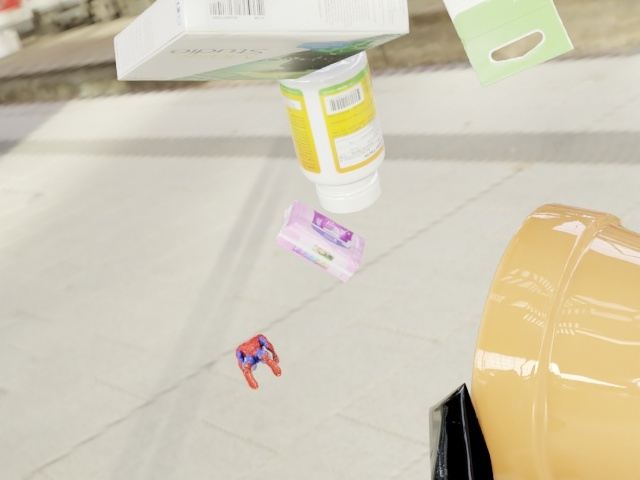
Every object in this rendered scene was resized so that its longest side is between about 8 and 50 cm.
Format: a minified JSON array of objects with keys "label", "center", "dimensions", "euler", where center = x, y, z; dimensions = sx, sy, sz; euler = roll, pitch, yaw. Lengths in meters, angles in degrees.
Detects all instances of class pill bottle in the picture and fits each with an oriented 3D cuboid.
[{"label":"pill bottle","center":[0.023,-0.170,1.730],"dimensions":[0.136,0.245,0.136],"euler":[-9,33,6]}]

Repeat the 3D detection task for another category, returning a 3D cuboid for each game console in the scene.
[{"label":"game console","center":[0.148,0.301,0.959],"dimensions":[0.044,0.361,0.213],"euler":[-11,45,11]}]

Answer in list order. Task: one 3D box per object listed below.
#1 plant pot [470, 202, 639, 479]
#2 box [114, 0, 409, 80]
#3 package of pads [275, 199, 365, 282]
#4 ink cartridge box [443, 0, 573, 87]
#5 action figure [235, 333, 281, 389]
[{"label":"plant pot","center":[0.291,0.120,1.044],"dimensions":[0.204,0.290,0.291],"euler":[9,32,31]},{"label":"box","center":[-0.077,-0.220,1.222],"dimensions":[0.232,0.058,0.322],"euler":[-4,2,-21]},{"label":"package of pads","center":[0.000,0.000,1.087],"dimensions":[0.032,0.083,0.050],"euler":[-53,13,34]},{"label":"ink cartridge box","center":[0.179,-0.277,1.166],"dimensions":[0.109,0.209,0.062],"euler":[-21,8,30]},{"label":"action figure","center":[-0.059,0.110,1.045],"dimensions":[0.038,0.030,0.115],"euler":[-34,14,-2]}]
